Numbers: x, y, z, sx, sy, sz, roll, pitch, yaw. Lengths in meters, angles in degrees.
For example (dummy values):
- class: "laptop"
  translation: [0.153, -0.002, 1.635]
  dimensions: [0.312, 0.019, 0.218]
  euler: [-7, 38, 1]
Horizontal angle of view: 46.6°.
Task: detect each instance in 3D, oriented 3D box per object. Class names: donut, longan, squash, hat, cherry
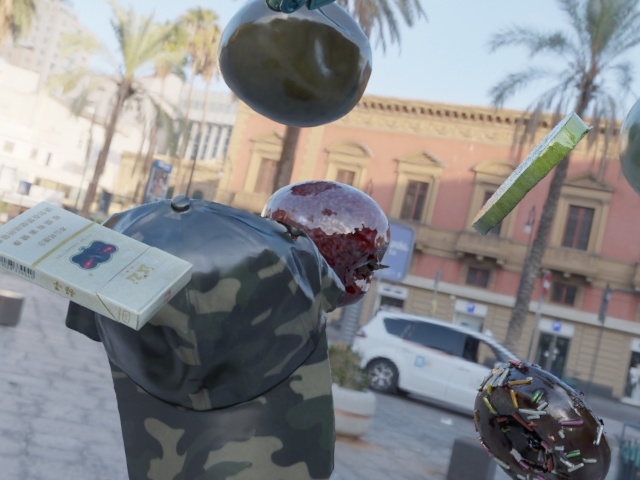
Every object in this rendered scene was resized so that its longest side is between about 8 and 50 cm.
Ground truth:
- class: "donut"
  translation: [0.374, 0.335, 1.292]
  dimensions: [0.103, 0.269, 0.270]
  euler: [-29, 20, -31]
- class: "longan"
  translation: [-0.051, -0.374, 1.536]
  dimensions: [0.289, 0.288, 0.350]
  euler: [9, -4, 42]
- class: "squash"
  translation: [0.299, -0.096, 1.074]
  dimensions: [0.041, 0.219, 0.219]
  euler: [45, -1, 8]
- class: "hat"
  translation: [-0.134, 0.164, 0.891]
  dimensions: [0.367, 0.381, 0.257]
  euler: [-12, -30, 1]
- class: "cherry"
  translation: [0.000, 0.000, 1.381]
  dimensions: [0.300, 0.230, 0.203]
  euler: [35, 31, 29]

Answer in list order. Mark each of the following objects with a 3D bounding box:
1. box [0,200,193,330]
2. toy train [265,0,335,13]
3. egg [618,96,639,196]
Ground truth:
- class: "box"
  translation: [-0.210, 0.019, 0.670]
  dimensions: [0.167, 0.024, 0.090]
  euler: [22, 33, 12]
- class: "toy train"
  translation: [-0.018, -0.416, 1.056]
  dimensions: [0.107, 0.154, 0.198]
  euler: [50, -30, 16]
- class: "egg"
  translation: [0.639, -0.162, 1.146]
  dimensions: [0.352, 0.258, 0.258]
  euler: [-16, -5, 0]
